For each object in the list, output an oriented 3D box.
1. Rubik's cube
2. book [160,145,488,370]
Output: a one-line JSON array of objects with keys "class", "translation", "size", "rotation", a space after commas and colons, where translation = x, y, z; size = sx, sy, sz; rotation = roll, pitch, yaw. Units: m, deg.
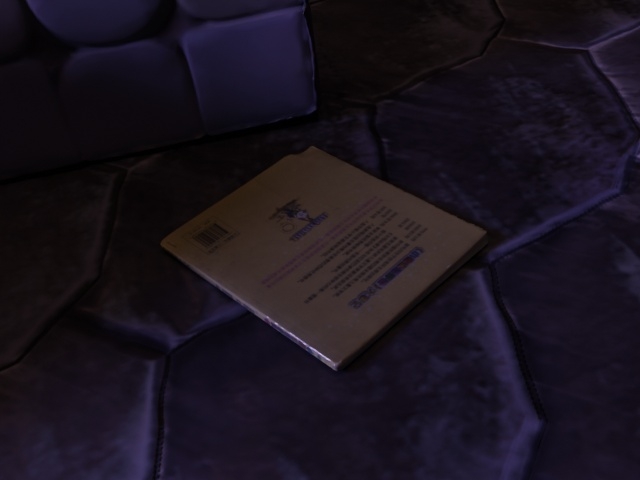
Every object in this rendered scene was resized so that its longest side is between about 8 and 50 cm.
[{"class": "Rubik's cube", "translation": [-0.212, -0.306, 0.701], "size": [0.347, 0.346, 0.344], "rotation": [-12, 41, -8]}, {"class": "book", "translation": [0.000, 0.000, 0.576], "size": [0.192, 0.013, 0.168], "rotation": [31, 53, 34]}]
